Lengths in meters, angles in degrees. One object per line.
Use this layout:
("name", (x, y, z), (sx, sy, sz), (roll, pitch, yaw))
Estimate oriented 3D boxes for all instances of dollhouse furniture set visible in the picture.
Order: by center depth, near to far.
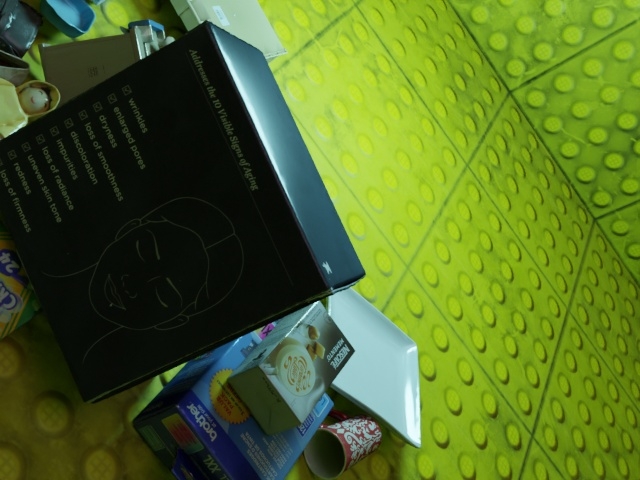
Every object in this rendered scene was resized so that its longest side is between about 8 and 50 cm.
("dollhouse furniture set", (-0.435, -0.316, 1.814), (0.303, 0.198, 0.286), (-76, 158, -79))

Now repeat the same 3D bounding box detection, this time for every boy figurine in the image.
("boy figurine", (-0.607, -0.240, 1.547), (0.285, 0.092, 0.177), (-10, 74, -48))

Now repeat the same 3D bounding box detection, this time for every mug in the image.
("mug", (0.053, 0.436, 1.883), (0.169, 0.113, 0.150), (-8, 85, -54))

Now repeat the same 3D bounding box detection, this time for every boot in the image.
("boot", (-0.653, -0.497, 1.667), (0.229, 0.091, 0.263), (33, 50, -41))

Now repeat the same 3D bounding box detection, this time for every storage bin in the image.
("storage bin", (-0.251, -0.536, 2.112), (0.260, 0.123, 0.262), (-31, 94, -52))

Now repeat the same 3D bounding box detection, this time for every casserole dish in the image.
("casserole dish", (-0.537, -0.485, 1.778), (0.114, 0.037, 0.188), (42, 20, -26))

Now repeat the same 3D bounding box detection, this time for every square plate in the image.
("square plate", (0.119, 0.295, 2.058), (0.347, 0.049, 0.344), (41, 31, -26))

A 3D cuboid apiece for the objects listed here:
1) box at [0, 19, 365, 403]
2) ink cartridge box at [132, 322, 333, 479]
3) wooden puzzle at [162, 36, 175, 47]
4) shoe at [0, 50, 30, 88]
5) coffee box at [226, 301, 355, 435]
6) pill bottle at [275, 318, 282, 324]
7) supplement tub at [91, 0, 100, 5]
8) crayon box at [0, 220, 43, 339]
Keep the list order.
("box", (-0.249, -0.042, 1.478), (0.480, 0.472, 0.297), (66, 15, 3))
("ink cartridge box", (-0.174, 0.358, 1.642), (0.270, 0.151, 0.395), (54, 40, -10))
("wooden puzzle", (-0.296, -0.324, 1.924), (0.238, 0.044, 0.221), (58, 11, -81))
("shoe", (-0.653, -0.356, 1.586), (0.219, 0.058, 0.076), (23, 52, -40))
("coffee box", (-0.052, 0.244, 1.647), (0.141, 0.098, 0.246), (56, 38, -8))
("pill bottle", (-0.083, 0.192, 1.876), (0.108, 0.108, 0.180), (18, 56, -43))
("supplement tub", (-0.516, -0.632, 1.843), (0.199, 0.144, 0.144), (49, 39, -17))
("crayon box", (-0.606, 0.102, 1.345), (0.203, 0.083, 0.323), (56, 38, -8))
